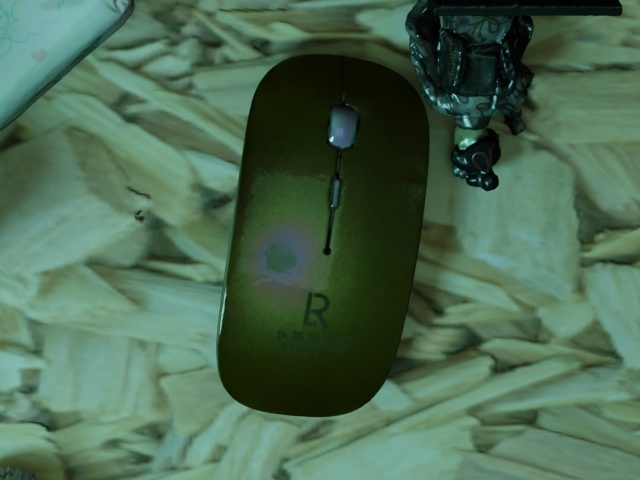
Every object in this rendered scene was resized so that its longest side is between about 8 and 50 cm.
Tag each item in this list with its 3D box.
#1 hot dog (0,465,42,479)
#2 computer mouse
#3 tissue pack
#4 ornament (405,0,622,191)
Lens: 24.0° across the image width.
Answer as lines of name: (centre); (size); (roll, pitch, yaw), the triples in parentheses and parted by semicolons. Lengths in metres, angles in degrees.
hot dog: (-0.287, 0.281, 1.275); (0.099, 0.053, 0.192); (22, 92, -13)
computer mouse: (0.000, 0.000, 1.265); (0.158, 0.072, 0.310); (8, 97, -12)
tissue pack: (-0.304, -0.166, 1.162); (0.271, 0.124, 0.201); (-42, 103, 1)
ornament: (0.137, -0.143, 1.263); (0.166, 0.153, 0.196); (0, 123, -8)
